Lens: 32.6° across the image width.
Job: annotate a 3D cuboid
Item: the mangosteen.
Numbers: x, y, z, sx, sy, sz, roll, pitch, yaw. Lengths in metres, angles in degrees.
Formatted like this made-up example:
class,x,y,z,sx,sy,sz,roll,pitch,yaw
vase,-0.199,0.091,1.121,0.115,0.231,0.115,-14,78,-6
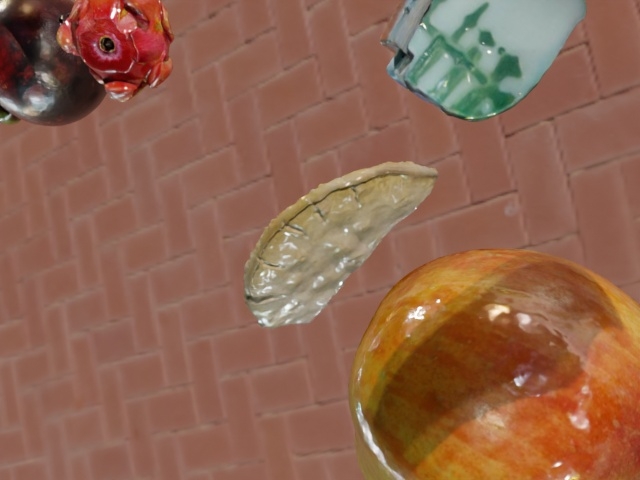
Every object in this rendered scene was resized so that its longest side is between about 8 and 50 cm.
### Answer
class,x,y,z,sx,sy,sz,roll,pitch,yaw
mangosteen,-0.363,-0.219,1.379,0.199,0.199,0.200,4,96,43

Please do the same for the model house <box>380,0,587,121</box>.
class,x,y,z,sx,sy,sz,roll,pitch,yaw
model house,0.247,-0.389,1.968,0.295,0.251,0.329,-59,23,10

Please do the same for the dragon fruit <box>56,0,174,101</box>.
class,x,y,z,sx,sy,sz,roll,pitch,yaw
dragon fruit,-0.189,-0.188,0.984,0.112,0.068,0.126,-23,93,46

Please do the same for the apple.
class,x,y,z,sx,sy,sz,roll,pitch,yaw
apple,0.158,0.137,0.968,0.301,0.301,0.302,4,96,43

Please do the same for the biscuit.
class,x,y,z,sx,sy,sz,roll,pitch,yaw
biscuit,0.001,0.001,1.268,0.290,0.141,0.038,-46,42,20
